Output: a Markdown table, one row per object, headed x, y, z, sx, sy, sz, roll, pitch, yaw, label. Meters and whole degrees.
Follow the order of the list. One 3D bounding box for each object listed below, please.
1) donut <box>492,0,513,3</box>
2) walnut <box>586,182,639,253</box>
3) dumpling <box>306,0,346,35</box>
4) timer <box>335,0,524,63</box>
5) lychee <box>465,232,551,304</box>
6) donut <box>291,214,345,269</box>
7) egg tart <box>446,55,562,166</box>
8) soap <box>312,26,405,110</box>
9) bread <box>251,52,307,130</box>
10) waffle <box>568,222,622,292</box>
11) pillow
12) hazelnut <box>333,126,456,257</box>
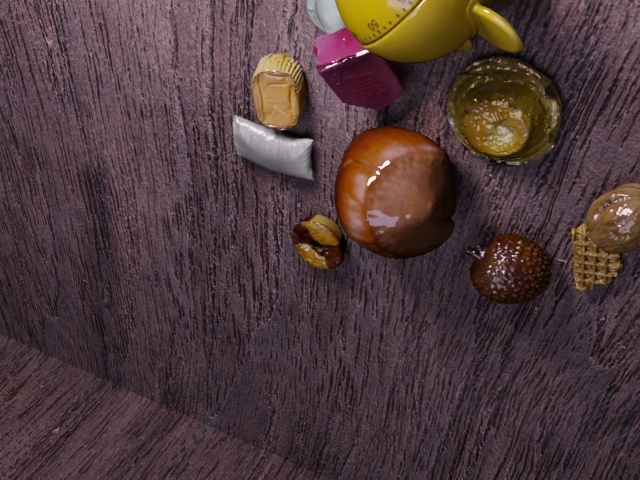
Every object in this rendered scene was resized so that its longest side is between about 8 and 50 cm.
| x | y | z | sx | sy | sz | roll | pitch | yaw | label |
| --- | --- | --- | --- | --- | --- | --- | --- | --- | --- |
| 0.410 | -0.570 | 1.696 | 0.108 | 0.065 | 0.166 | 21 | 134 | 12 | donut |
| 0.720 | -0.055 | 1.894 | 0.155 | 0.155 | 0.184 | 40 | 132 | -6 | walnut |
| 0.044 | -0.543 | 1.918 | 0.149 | 0.104 | 0.217 | 51 | 169 | 49 | dumpling |
| 0.227 | -0.519 | 1.671 | 0.386 | 0.376 | 0.376 | 33 | 137 | -19 | timer |
| 0.490 | 0.074 | 2.113 | 0.238 | 0.200 | 0.200 | 25 | 136 | -8 | lychee |
| 0.000 | 0.000 | 2.409 | 0.166 | 0.073 | 0.184 | -11 | 121 | 35 | donut |
| 0.425 | -0.288 | 1.893 | 0.294 | 0.116 | 0.295 | 14 | 131 | 17 | egg tart |
| 0.105 | -0.408 | 1.913 | 0.162 | 0.099 | 0.250 | -20 | 155 | 19 | soap |
| -0.107 | -0.394 | 2.111 | 0.132 | 0.114 | 0.191 | 8 | 140 | 11 | bread |
| 0.690 | 0.044 | 2.073 | 0.192 | 0.046 | 0.160 | 48 | 133 | -13 | waffle |
| -0.131 | -0.261 | 2.257 | 0.254 | 0.078 | 0.144 | 21 | 134 | 14 | pillow |
| 0.181 | -0.120 | 2.058 | 0.372 | 0.315 | 0.373 | 35 | 134 | 46 | hazelnut |
